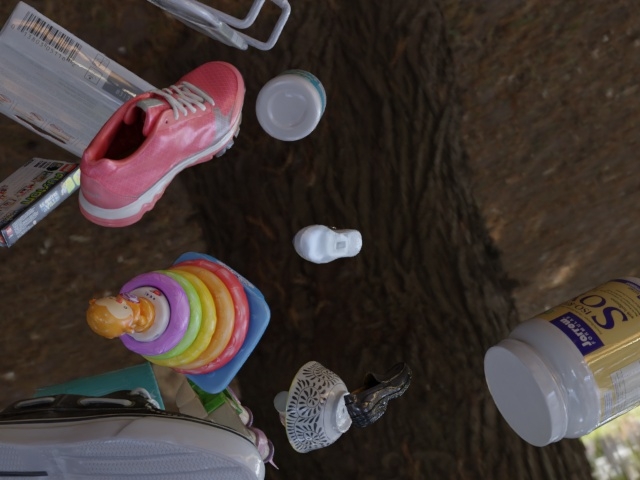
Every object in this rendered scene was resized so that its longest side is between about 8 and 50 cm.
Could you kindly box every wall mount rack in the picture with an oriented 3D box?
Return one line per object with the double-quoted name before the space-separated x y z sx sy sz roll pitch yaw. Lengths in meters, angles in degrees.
"wall mount rack" -0.205 -0.400 1.253 0.130 0.304 0.350 -64 177 6

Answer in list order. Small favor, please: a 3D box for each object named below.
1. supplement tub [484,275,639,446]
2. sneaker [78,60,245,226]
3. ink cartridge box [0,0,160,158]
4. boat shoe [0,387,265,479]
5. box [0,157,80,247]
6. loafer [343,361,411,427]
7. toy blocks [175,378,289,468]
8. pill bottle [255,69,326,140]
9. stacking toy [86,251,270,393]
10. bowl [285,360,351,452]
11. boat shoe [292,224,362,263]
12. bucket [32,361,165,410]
"supplement tub" 0.509 0.231 1.601 0.331 0.241 0.241 -22 163 -19
"sneaker" -0.204 -0.155 1.127 0.314 0.116 0.136 -51 165 -28
"ink cartridge box" -0.504 -0.285 1.647 0.308 0.091 0.385 31 160 -23
"boat shoe" -0.211 0.200 0.854 0.335 0.121 0.119 1 -149 14
"box" -0.504 -0.068 1.407 0.114 0.207 0.036 10 130 25
"loafer" 0.101 0.249 1.429 0.062 0.061 0.170 -26 -173 40
"toy blocks" -0.208 0.343 1.706 0.309 0.288 0.260 -36 156 -6
"pill bottle" -0.063 -0.320 1.939 0.146 0.146 0.264 -23 -167 9
"stacking toy" -0.207 0.098 1.082 0.165 0.175 0.302 -57 161 4
"bowl" 0.011 0.311 1.541 0.080 0.170 0.170 2 173 28
"boat shoe" 0.000 0.000 1.752 0.076 0.080 0.228 8 -171 33
"bucket" -0.322 0.333 1.318 0.183 0.281 0.281 -18 162 -13
